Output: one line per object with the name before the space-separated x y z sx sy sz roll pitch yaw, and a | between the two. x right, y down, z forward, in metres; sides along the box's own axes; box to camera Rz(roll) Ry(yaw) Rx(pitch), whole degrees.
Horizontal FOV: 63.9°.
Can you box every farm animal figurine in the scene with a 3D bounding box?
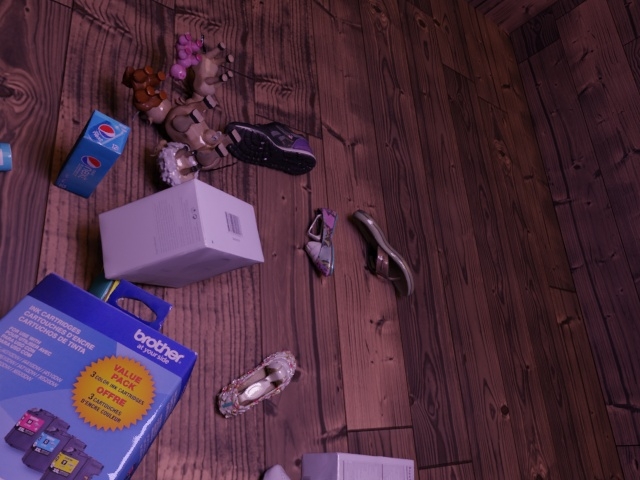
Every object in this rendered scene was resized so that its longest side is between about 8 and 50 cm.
farm animal figurine | -0.324 -0.306 1.226 0.330 0.172 0.326 -42 113 -51

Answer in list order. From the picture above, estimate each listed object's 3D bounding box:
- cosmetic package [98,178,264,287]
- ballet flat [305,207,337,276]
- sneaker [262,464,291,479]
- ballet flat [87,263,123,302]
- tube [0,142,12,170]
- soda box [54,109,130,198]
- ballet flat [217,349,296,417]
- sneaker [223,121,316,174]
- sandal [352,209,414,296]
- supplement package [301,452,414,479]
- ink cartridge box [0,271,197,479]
cosmetic package | -0.271 -0.003 1.028 0.224 0.225 0.138 26 48 -68
ballet flat | 0.000 0.000 1.431 0.079 0.077 0.221 16 54 -14
sneaker | -0.014 0.578 1.043 0.297 0.129 0.111 46 -4 36
ballet flat | -0.409 0.068 1.038 0.077 0.077 0.230 39 46 -44
tube | -0.675 -0.151 0.921 0.207 0.052 0.080 -5 70 -37
soda box | -0.449 -0.162 1.005 0.071 0.210 0.067 26 56 -30
ballet flat | -0.125 0.322 1.164 0.241 0.077 0.091 -29 91 -45
sneaker | -0.147 -0.276 1.418 0.284 0.107 0.124 16 46 -40
sandal | 0.174 0.047 1.544 0.086 0.120 0.302 -38 96 -16
supplement package | 0.090 0.576 1.196 0.244 0.134 0.138 21 58 -33
ink cartridge box | -0.367 0.233 0.740 0.270 0.151 0.395 29 44 -1
